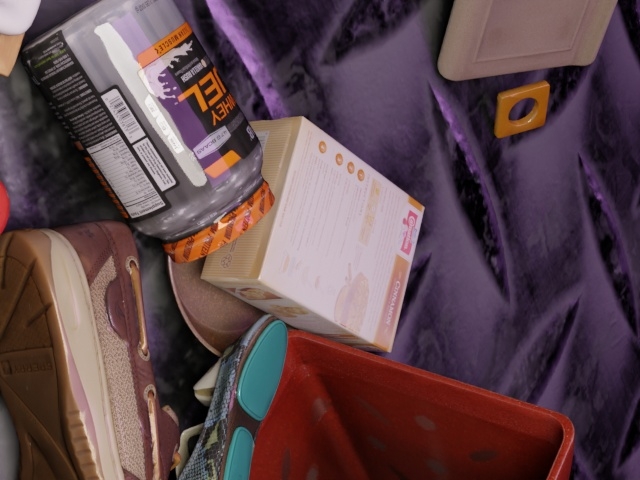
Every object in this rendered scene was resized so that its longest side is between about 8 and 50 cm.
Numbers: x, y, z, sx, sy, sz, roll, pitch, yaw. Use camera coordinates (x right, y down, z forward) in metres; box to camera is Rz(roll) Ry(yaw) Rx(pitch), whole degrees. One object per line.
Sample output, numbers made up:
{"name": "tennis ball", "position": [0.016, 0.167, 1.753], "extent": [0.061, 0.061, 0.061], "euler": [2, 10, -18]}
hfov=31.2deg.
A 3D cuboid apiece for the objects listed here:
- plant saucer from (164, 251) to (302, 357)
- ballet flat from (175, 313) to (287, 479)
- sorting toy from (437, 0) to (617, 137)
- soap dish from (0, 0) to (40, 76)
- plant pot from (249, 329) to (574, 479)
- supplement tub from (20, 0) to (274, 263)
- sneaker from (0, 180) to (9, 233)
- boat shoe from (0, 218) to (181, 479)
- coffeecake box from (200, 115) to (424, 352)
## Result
{"name": "plant saucer", "position": [-0.068, 0.006, 0.981], "extent": [0.198, 0.036, 0.198], "euler": [1, 89, -51]}
{"name": "ballet flat", "position": [-0.078, 0.140, 0.908], "extent": [0.070, 0.070, 0.188], "euler": [48, 46, -39]}
{"name": "sorting toy", "position": [0.226, -0.261, 1.224], "extent": [0.196, 0.047, 0.347], "euler": [-8, 135, -22]}
{"name": "soap dish", "position": [-0.281, -0.254, 0.664], "extent": [0.291, 0.118, 0.229], "euler": [26, 70, -47]}
{"name": "plant pot", "position": [0.055, 0.274, 0.956], "extent": [0.267, 0.267, 0.236], "euler": [-61, 149, -25]}
{"name": "supplement tub", "position": [-0.119, -0.085, 0.834], "extent": [0.117, 0.117, 0.190], "euler": [-46, 112, -40]}
{"name": "sneaker", "position": [-0.289, -0.011, 0.653], "extent": [0.279, 0.118, 0.107], "euler": [-2, 92, -50]}
{"name": "boat shoe", "position": [-0.147, 0.152, 0.826], "extent": [0.123, 0.123, 0.342], "euler": [-15, 95, -48]}
{"name": "coffeecake box", "position": [0.000, 0.000, 0.979], "extent": [0.185, 0.068, 0.142], "euler": [32, 66, -45]}
